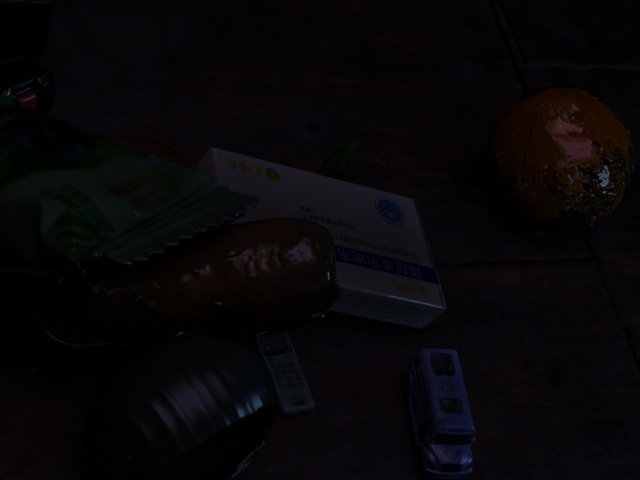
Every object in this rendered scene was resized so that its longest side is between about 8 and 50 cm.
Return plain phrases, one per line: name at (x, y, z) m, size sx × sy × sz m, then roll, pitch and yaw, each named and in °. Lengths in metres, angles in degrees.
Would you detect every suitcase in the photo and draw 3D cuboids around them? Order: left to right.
suitcase at (-0.515, -0.193, 1.847) m, size 0.206 × 0.066 × 0.285 m, roll 37°, pitch 47°, yaw 28°

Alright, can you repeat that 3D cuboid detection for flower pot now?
flower pot at (-0.164, 0.210, 1.657) m, size 0.243 × 0.189 × 0.157 m, roll -24°, pitch 50°, yaw -29°

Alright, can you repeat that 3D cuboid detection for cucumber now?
cucumber at (0.014, -0.097, 2.067) m, size 0.039 × 0.039 × 0.168 m, roll 32°, pitch 38°, yaw 4°

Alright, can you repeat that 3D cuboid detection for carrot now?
carrot at (-0.128, 0.044, 1.683) m, size 0.301 × 0.139 × 0.139 m, roll -2°, pitch 53°, yaw -5°

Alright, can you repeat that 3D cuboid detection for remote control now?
remote control at (-0.049, 0.172, 1.848) m, size 0.053 × 0.018 × 0.124 m, roll -5°, pitch 56°, yaw -26°

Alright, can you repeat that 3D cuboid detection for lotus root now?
lotus root at (-0.297, 0.002, 1.829) m, size 0.390 × 0.111 × 0.375 m, roll 31°, pitch 46°, yaw 3°

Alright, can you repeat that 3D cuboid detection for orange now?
orange at (0.367, -0.130, 2.155) m, size 0.234 × 0.182 × 0.234 m, roll 3°, pitch 57°, yaw -5°

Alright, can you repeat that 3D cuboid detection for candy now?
candy at (-0.302, -0.055, 1.637) m, size 0.397 × 0.172 × 0.263 m, roll 12°, pitch 35°, yaw 27°

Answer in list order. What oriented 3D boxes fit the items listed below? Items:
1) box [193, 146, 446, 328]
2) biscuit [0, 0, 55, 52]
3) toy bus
box at (0.000, 0.000, 1.915) m, size 0.343 × 0.065 × 0.200 m, roll 13°, pitch 47°, yaw -33°
biscuit at (-0.561, -0.320, 1.970) m, size 0.388 × 0.107 × 0.073 m, roll -4°, pitch 55°, yaw -25°
toy bus at (0.158, 0.226, 1.849) m, size 0.073 × 0.076 × 0.167 m, roll 4°, pitch 52°, yaw -19°
